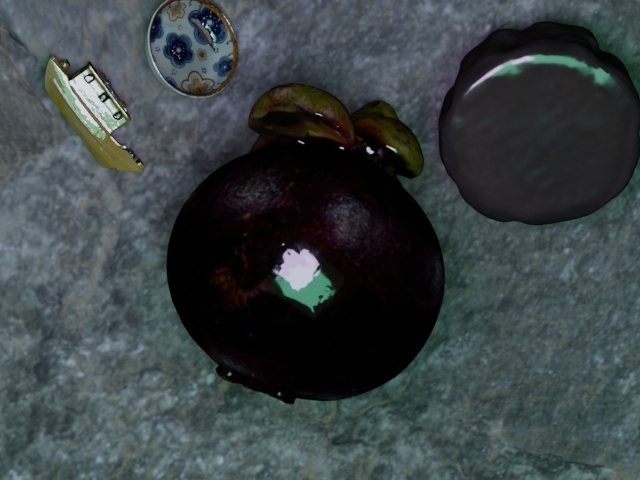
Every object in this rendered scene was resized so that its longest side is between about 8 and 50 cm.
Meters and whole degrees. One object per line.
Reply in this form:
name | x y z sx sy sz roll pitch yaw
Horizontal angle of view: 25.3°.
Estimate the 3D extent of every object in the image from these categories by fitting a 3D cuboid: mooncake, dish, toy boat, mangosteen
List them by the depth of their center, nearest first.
mangosteen | 0.000 0.000 1.892 0.382 0.382 0.435 24 87 -12
dish | -0.190 -0.256 1.941 0.141 0.078 0.141 5 81 -34
toy boat | -0.305 -0.175 1.960 0.077 0.057 0.200 -35 107 0
mooncake | 0.300 -0.161 1.972 0.283 0.141 0.283 1 114 2
